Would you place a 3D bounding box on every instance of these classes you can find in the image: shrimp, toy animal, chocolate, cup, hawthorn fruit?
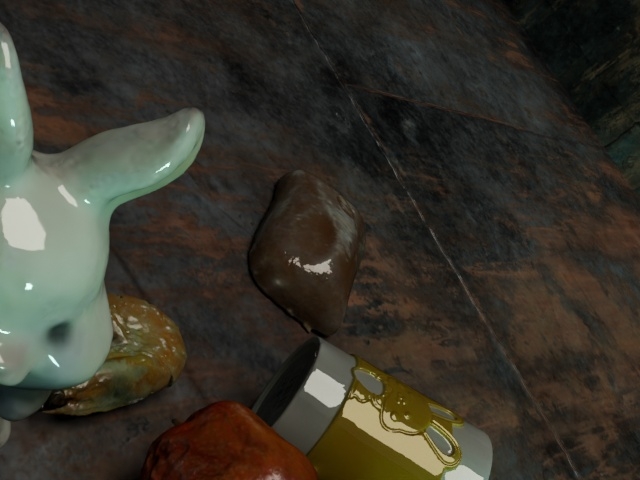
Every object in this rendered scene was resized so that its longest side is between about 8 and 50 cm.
[{"bbox_3d":[-0.214,0.109,0.889,0.115,0.051,0.217,51,31,15],"label":"shrimp"},{"bbox_3d":[-0.250,0.000,0.673,0.196,0.368,0.241,15,56,-40],"label":"toy animal"},{"bbox_3d":[0.001,-0.001,1.250,0.161,0.083,0.261,37,34,-17],"label":"chocolate"},{"bbox_3d":[0.039,0.233,0.946,0.226,0.185,0.241,37,26,-8],"label":"cup"},{"bbox_3d":[-0.080,0.228,0.806,0.174,0.173,0.179,27,50,-33],"label":"hawthorn fruit"}]
